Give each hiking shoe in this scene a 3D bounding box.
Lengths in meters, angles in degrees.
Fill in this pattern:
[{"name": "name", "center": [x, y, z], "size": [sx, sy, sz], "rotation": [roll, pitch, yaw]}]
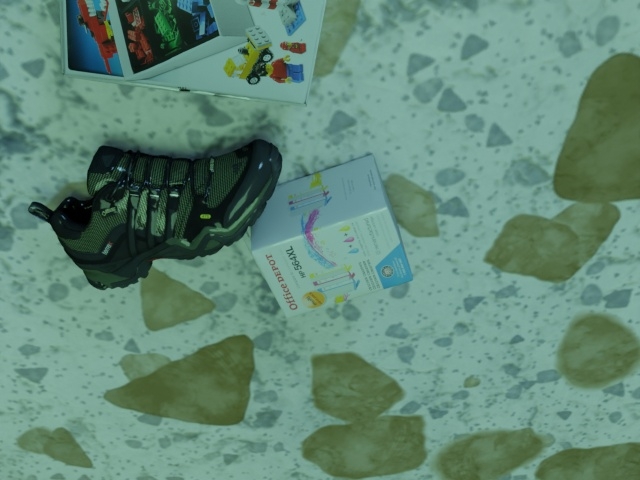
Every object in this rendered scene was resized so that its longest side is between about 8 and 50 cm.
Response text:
[{"name": "hiking shoe", "center": [-0.144, -0.038, 0.616], "size": [0.226, 0.086, 0.114], "rotation": [-27, 128, 15]}]

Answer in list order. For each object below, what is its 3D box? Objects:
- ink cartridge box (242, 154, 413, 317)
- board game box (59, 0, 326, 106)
[{"name": "ink cartridge box", "center": [0.000, 0.000, 0.656], "size": [0.143, 0.090, 0.092], "rotation": [-19, 127, 8]}, {"name": "board game box", "center": [-0.079, -0.249, 0.483], "size": [0.192, 0.053, 0.306], "rotation": [6, 126, -11]}]
